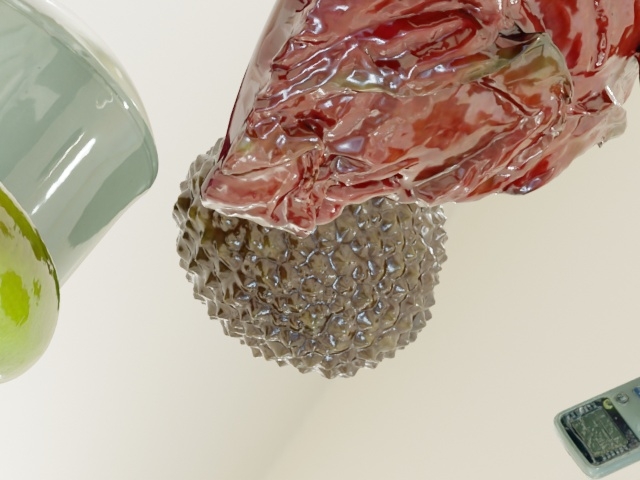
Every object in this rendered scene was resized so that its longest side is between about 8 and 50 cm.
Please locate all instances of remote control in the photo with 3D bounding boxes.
[{"bbox_3d":[0.203,0.103,1.128,0.124,0.018,0.053,-21,-130,-12],"label":"remote control"}]

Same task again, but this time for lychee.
[{"bbox_3d":[0.000,0.000,1.710,0.267,0.267,0.267,-14,-113,36],"label":"lychee"}]

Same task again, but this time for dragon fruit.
[{"bbox_3d":[0.051,-0.121,1.082,0.330,0.302,0.240,-48,-154,-18],"label":"dragon fruit"}]

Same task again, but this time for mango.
[{"bbox_3d":[-0.161,0.006,0.775,0.117,0.163,0.089,22,-104,35],"label":"mango"}]

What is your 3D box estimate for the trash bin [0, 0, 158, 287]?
[{"bbox_3d":[-0.332,-0.019,1.523,0.280,0.280,0.432,11,-123,42],"label":"trash bin"}]
